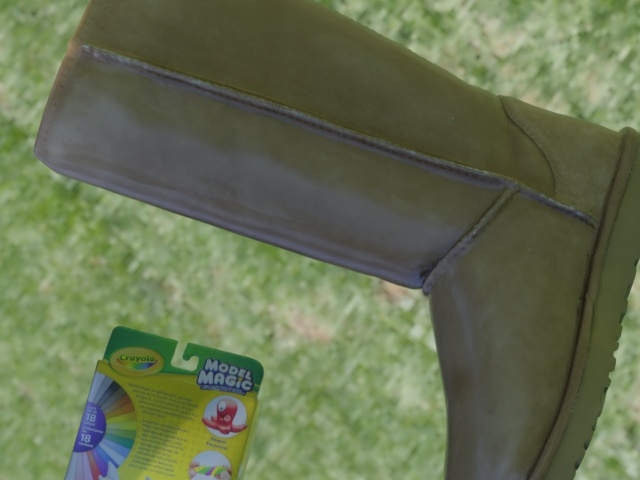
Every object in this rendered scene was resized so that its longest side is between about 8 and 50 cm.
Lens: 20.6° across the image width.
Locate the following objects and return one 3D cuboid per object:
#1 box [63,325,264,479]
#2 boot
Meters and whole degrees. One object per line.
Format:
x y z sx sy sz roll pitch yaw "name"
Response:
-0.102 0.148 1.065 0.105 0.179 0.043 14 168 5 "box"
0.000 0.000 0.782 0.270 0.236 0.089 21 147 1 "boot"
